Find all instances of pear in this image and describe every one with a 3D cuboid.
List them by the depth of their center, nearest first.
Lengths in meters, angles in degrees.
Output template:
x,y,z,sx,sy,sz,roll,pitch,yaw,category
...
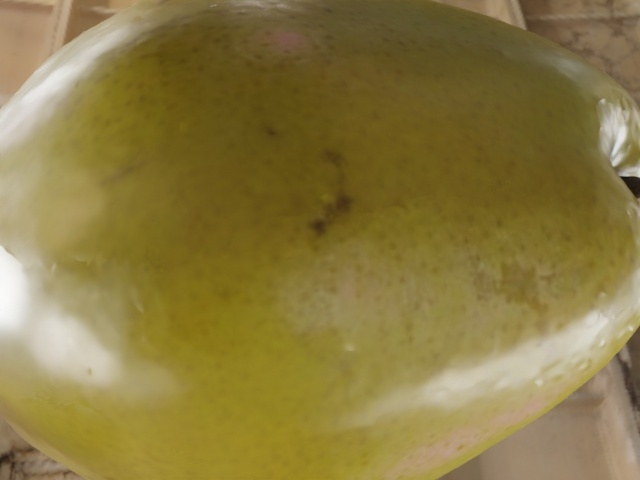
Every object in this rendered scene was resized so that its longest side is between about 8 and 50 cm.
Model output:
x,y,z,sx,sy,sz,roll,pitch,yaw,category
-0.009,-0.011,0.458,0.336,0.285,0.285,-36,-124,5,pear
